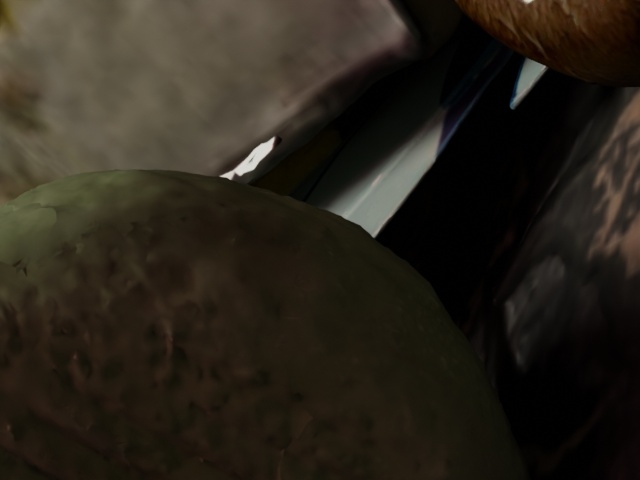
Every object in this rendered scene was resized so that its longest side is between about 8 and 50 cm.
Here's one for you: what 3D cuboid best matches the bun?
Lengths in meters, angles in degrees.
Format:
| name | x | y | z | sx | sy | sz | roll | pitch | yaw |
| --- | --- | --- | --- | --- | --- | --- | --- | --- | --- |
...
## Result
| name | x | y | z | sx | sy | sz | roll | pitch | yaw |
| --- | --- | --- | --- | --- | --- | --- | --- | --- | --- |
| bun | -0.049 | 0.087 | 0.475 | 0.212 | 0.204 | 0.126 | -39 | 15 | 0 |

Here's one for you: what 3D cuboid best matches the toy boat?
| name | x | y | z | sx | sy | sz | roll | pitch | yaw |
| --- | --- | --- | --- | --- | --- | --- | --- | --- | --- |
| toy boat | 0.000 | 0.000 | 0.593 | 0.291 | 0.067 | 0.220 | -35 | 19 | 38 |

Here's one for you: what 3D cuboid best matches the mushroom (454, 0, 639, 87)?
| name | x | y | z | sx | sy | sz | roll | pitch | yaw |
| --- | --- | --- | --- | --- | --- | --- | --- | --- | --- |
| mushroom | 0.089 | -0.103 | 0.407 | 0.170 | 0.080 | 0.135 | 155 | 119 | -65 |

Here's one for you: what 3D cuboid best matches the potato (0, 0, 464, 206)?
| name | x | y | z | sx | sy | sz | roll | pitch | yaw |
| --- | --- | --- | --- | --- | --- | --- | --- | --- | --- |
| potato | -0.063 | -0.133 | 0.624 | 0.189 | 0.211 | 0.264 | -36 | 11 | 27 |
